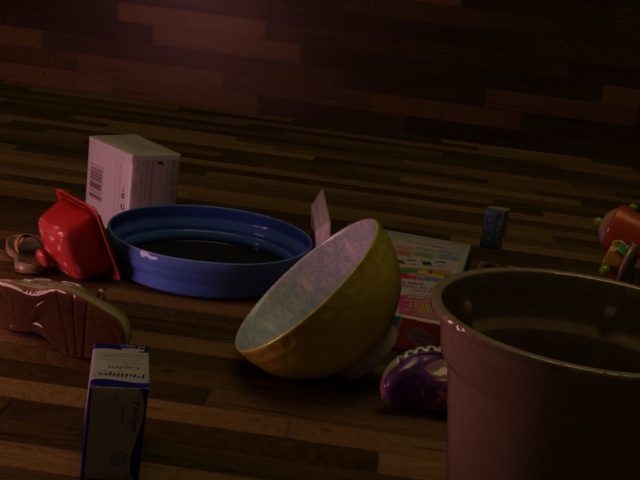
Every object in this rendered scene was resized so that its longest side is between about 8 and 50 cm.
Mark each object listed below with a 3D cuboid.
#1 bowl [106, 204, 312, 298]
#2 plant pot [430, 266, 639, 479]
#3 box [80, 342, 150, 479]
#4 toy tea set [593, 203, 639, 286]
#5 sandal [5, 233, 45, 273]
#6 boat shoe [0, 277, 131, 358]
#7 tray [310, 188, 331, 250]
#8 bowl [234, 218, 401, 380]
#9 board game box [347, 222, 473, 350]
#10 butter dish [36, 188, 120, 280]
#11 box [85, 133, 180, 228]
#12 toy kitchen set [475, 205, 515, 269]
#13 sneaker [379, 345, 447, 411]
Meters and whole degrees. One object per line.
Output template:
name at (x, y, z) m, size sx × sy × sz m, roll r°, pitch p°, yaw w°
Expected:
bowl at (-0.211, 0.019, 2.205) m, size 0.391 × 0.077 × 0.391 m, roll 6°, pitch 16°, yaw -2°
plant pot at (0.265, 0.225, 1.268) m, size 0.334 × 0.305 × 0.334 m, roll 7°, pitch 15°, yaw -2°
box at (-0.252, 0.209, 1.424) m, size 0.072 × 0.126 × 0.137 m, roll 5°, pitch 15°, yaw -11°
toy tea set at (0.533, 0.054, 2.197) m, size 0.124 × 0.200 × 0.336 m, roll 24°, pitch 27°, yaw 23°
sandal at (-0.536, 0.015, 2.122) m, size 0.072 × 0.049 × 0.180 m, roll 1°, pitch 17°, yaw -20°
boat shoe at (-0.389, 0.104, 1.772) m, size 0.285 × 0.104 × 0.089 m, roll 16°, pitch 21°, yaw 30°
tray at (0.000, 0.000, 2.240) m, size 0.030 × 0.145 × 0.270 m, roll 0°, pitch 16°, yaw -3°
bowl at (0.026, 0.120, 1.751) m, size 0.156 × 0.289 × 0.289 m, roll 49°, pitch 9°, yaw -13°
board game box at (0.128, 0.080, 2.054) m, size 0.242 × 0.064 × 0.316 m, roll 11°, pitch 27°, yaw 12°
butter dish at (-0.451, 0.008, 2.067) m, size 0.118 × 0.160 × 0.160 m, roll -30°, pitch 34°, yaw -27°
box at (-0.391, -0.113, 2.395) m, size 0.119 × 0.181 × 0.182 m, roll -7°, pitch 21°, yaw -39°
toy kitchen set at (0.410, 0.033, 2.260) m, size 0.207 × 0.166 × 0.122 m, roll 11°, pitch 16°, yaw 15°
sneaker at (0.205, 0.217, 1.677) m, size 0.236 × 0.095 × 0.104 m, roll 3°, pitch 24°, yaw -19°
